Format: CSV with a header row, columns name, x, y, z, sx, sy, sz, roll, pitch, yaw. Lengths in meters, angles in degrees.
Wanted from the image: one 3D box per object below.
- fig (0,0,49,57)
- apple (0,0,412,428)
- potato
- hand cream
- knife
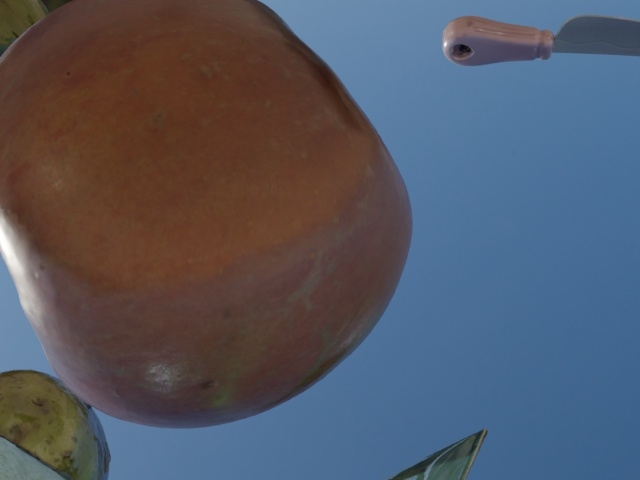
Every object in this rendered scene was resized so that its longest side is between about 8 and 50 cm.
name,x,y,z,sx,sy,sz,roll,pitch,yaw
fig,-0.397,-0.254,1.322,0.259,0.151,0.151,36,-132,26
apple,-0.068,-0.025,0.576,0.253,0.254,0.254,-2,-147,1
potato,-0.275,0.197,1.006,0.160,0.272,0.111,23,-121,4
hand cream,0.049,0.237,0.831,0.070,0.312,0.111,30,-120,-1
knife,0.325,-0.262,1.294,0.335,0.081,0.043,0,-123,7
